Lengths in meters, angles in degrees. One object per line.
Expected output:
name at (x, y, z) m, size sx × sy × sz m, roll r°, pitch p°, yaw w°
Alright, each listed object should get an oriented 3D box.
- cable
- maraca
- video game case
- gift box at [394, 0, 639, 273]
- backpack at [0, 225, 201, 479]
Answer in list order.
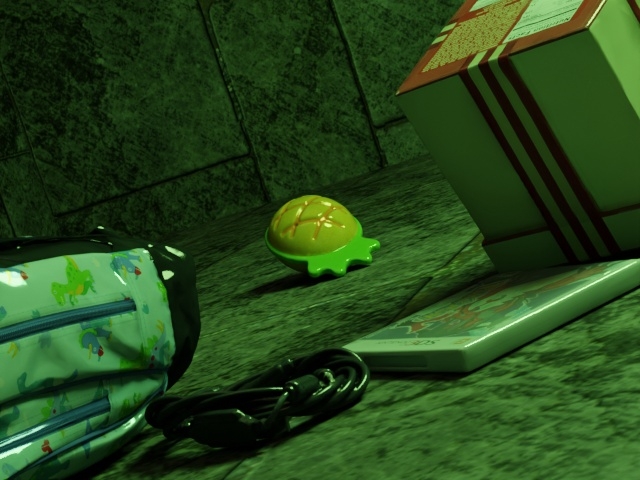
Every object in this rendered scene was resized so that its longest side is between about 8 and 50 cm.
cable at (-0.052, 0.119, 1.056) m, size 0.184 × 0.047 × 0.150 m, roll -14°, pitch 7°, yaw 44°
maraca at (0.000, 0.000, 1.790) m, size 0.127 × 0.099 × 0.186 m, roll -26°, pitch 34°, yaw -19°
video game case at (0.137, 0.062, 1.105) m, size 0.201 × 0.023 × 0.183 m, roll -22°, pitch 7°, yaw -31°
gift box at (0.272, -0.134, 1.279) m, size 0.255 × 0.258 × 0.276 m, roll -11°, pitch 30°, yaw 46°
backpack at (-0.296, 0.112, 1.062) m, size 0.290 × 0.273 × 0.355 m, roll -14°, pitch -14°, yaw 24°
